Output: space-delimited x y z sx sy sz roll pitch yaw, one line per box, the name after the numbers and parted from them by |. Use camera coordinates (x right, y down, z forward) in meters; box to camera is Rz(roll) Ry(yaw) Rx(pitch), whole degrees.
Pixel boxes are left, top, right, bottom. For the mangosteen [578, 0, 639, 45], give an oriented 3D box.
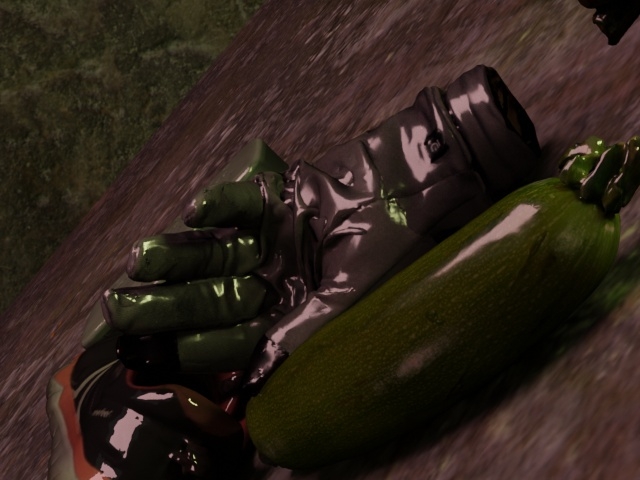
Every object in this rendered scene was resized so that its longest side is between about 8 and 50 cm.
0.188 -0.177 0.833 0.140 0.140 0.140 -46 13 14 | mangosteen

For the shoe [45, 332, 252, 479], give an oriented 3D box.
-0.106 0.102 0.986 0.137 0.114 0.291 -52 15 9 | shoe

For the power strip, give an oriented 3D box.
-0.135 0.022 1.452 0.265 0.059 0.193 -46 13 11 | power strip

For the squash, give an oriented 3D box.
0.045 0.054 0.733 0.080 0.071 0.318 -9 -24 -43 | squash

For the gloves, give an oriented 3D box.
0.007 0.002 0.871 0.285 0.142 0.119 -25 -31 -4 | gloves
